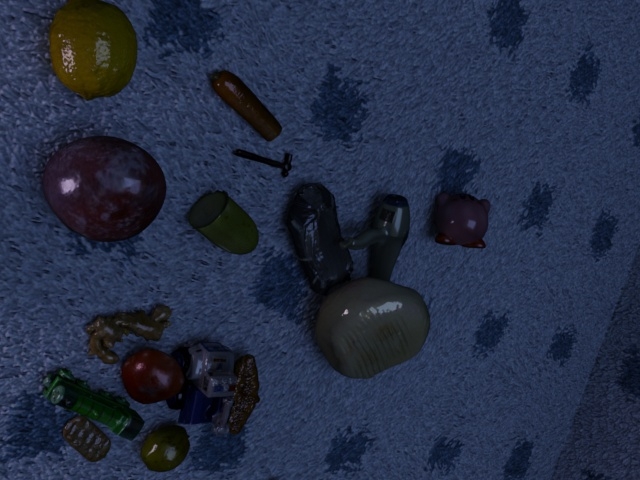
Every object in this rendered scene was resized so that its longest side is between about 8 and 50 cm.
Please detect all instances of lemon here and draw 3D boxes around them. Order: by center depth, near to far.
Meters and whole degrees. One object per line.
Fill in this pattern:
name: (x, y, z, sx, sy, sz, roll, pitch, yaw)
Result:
lemon: (-0.457, -0.387, 1.366, 0.180, 0.180, 0.193, 24, 73, -39)

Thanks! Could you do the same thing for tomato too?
tomato: (-0.413, 0.342, 1.649, 0.155, 0.069, 0.156, -1, 118, -1)

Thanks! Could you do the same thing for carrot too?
carrot: (-0.182, -0.333, 1.661, 0.067, 0.067, 0.225, -55, 129, -10)

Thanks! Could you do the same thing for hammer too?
hammer: (-0.149, -0.213, 1.752, 0.178, 0.021, 0.065, 12, 96, -36)

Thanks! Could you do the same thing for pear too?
pear: (-0.395, 0.535, 1.743, 0.131, 0.107, 0.107, -23, 117, -21)

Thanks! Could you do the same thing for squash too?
squash: (-0.225, -0.033, 1.690, 0.123, 0.123, 0.186, -55, 132, -9)

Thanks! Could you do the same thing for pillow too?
pillow: (0.000, 0.000, 1.879, 0.161, 0.092, 0.335, -36, 122, -26)

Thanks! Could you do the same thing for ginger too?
ginger: (-0.462, 0.217, 1.627, 0.176, 0.052, 0.193, 39, 81, -43)

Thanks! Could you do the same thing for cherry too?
cherry: (-0.457, -0.109, 1.427, 0.236, 0.285, 0.213, 15, 59, -52)

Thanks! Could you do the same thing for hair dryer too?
hair dryer: (0.156, 0.044, 1.986, 0.298, 0.118, 0.296, -38, 138, -35)

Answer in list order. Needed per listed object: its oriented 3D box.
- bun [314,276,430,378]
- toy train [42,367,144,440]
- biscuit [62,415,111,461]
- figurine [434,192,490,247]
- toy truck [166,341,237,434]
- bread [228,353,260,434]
bun: (0.144, 0.237, 1.979, 0.360, 0.213, 0.361, -13, 134, -14)
toy train: (-0.532, 0.386, 1.587, 0.251, 0.119, 0.085, 39, 81, -39)
biscuit: (-0.567, 0.484, 1.653, 0.071, 0.018, 0.147, -43, 126, -20)
figurine: (0.449, -0.065, 2.149, 0.173, 0.173, 0.173, -12, 111, -34)
toy truck: (-0.285, 0.373, 1.729, 0.161, 0.177, 0.213, 6, 101, -37)
bread: (-0.219, 0.411, 1.853, 0.104, 0.076, 0.233, 6, 103, -32)
